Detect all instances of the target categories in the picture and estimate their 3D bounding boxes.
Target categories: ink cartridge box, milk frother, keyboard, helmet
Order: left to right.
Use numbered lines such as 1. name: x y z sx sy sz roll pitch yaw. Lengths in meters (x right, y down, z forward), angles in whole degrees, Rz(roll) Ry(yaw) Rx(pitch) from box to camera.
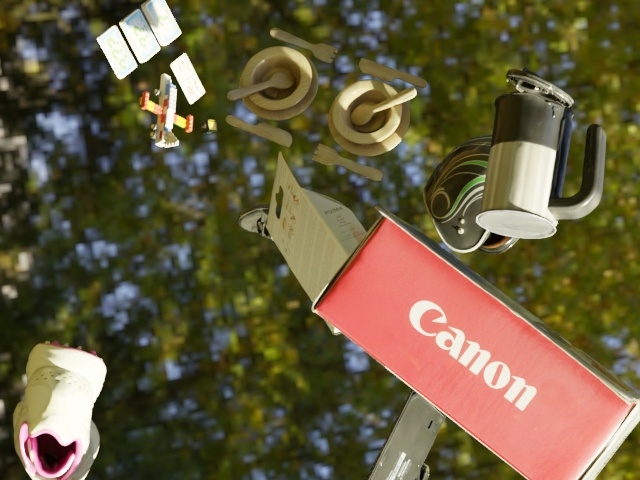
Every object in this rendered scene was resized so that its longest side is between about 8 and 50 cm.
1. ink cartridge box: 0.000 0.000 1.963 0.179 0.045 0.145 59 -26 32
2. keyboard: 0.087 0.267 1.924 0.023 0.108 0.180 15 -110 40
3. ink cartridge box: 0.157 0.115 1.656 0.309 0.272 0.130 37 -87 15
4. helmet: 0.237 -0.061 2.257 0.161 0.169 0.169 -34 -117 23
5. milk frother: 0.208 -0.089 1.702 0.129 0.143 0.135 -5 -113 41

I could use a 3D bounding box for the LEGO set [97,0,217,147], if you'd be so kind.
1. LEGO set: -0.244 -0.263 2.737 0.060 0.182 0.244 -13 -68 37

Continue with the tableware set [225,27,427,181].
1. tableware set: 0.002 -0.153 1.789 0.039 0.194 0.128 70 43 -68

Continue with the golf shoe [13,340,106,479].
1. golf shoe: -0.335 0.252 2.083 0.306 0.115 0.140 102 -3 -53

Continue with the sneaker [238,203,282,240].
1. sneaker: -0.049 -0.008 2.683 0.089 0.170 0.051 -86 180 -46
